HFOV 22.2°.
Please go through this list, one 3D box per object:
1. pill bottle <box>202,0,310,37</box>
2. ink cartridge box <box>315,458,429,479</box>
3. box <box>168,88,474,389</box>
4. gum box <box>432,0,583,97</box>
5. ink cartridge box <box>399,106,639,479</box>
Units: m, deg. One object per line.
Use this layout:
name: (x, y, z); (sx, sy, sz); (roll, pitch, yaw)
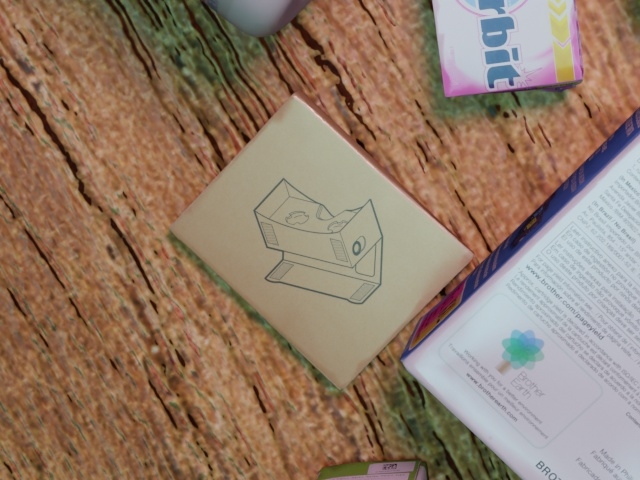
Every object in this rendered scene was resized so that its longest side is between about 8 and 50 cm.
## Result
pill bottle: (-0.131, -0.354, 1.186); (0.408, 0.229, 0.229); (39, 107, 0)
ink cartridge box: (0.037, 0.307, 1.301); (0.097, 0.255, 0.188); (-5, 102, 11)
box: (0.000, 0.000, 1.356); (0.201, 0.021, 0.164); (43, 106, -1)
gum box: (0.140, -0.202, 1.260); (0.107, 0.062, 0.188); (-6, 102, 12)
ink cartridge box: (0.297, 0.036, 1.245); (0.270, 0.151, 0.395); (44, 108, -3)
